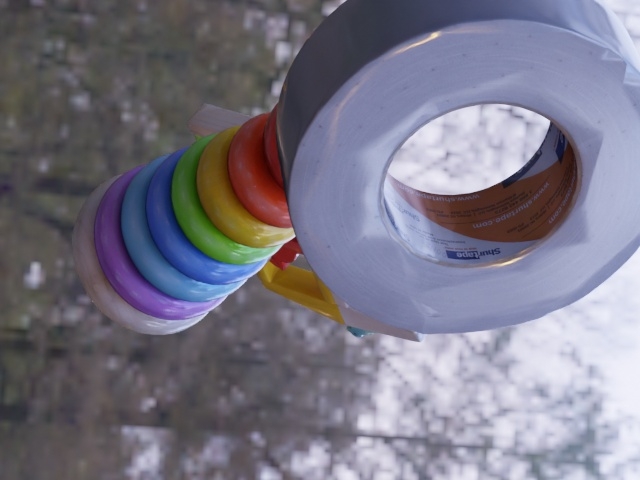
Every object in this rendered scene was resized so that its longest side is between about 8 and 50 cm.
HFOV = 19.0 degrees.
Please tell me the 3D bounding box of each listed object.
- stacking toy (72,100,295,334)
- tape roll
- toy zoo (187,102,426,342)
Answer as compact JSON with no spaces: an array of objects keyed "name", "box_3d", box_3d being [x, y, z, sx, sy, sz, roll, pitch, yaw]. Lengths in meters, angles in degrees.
[{"name":"stacking toy","box_3d":[-0.061,-0.030,1.466,0.330,0.141,0.141,-26,-120,53]},{"name":"tape roll","box_3d":[0.086,-0.051,1.093,0.072,0.219,0.219,-99,-158,-52]},{"name":"toy zoo","box_3d":[0.000,0.000,1.804,0.030,0.192,0.293,-54,145,-26]}]
